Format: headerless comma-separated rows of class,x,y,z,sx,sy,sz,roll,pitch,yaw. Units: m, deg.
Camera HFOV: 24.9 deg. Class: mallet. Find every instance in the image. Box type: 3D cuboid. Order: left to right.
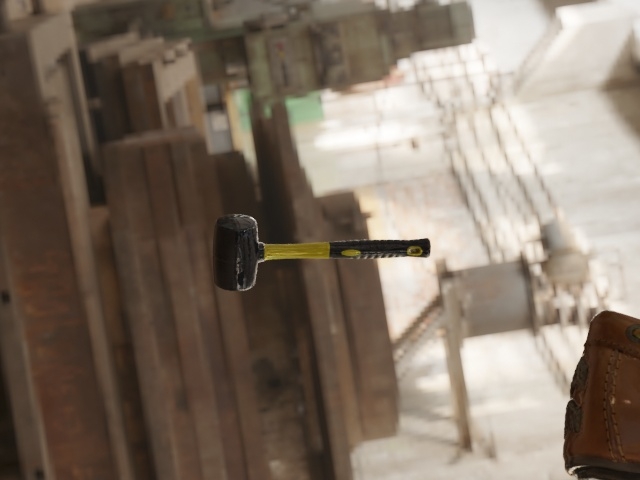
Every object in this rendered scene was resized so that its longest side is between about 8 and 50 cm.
mallet,0.000,0.000,1.242,0.039,0.189,0.062,-108,-169,-65

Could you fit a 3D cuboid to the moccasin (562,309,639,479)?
moccasin,0.351,0.134,0.944,0.139,0.380,0.147,74,31,-71
